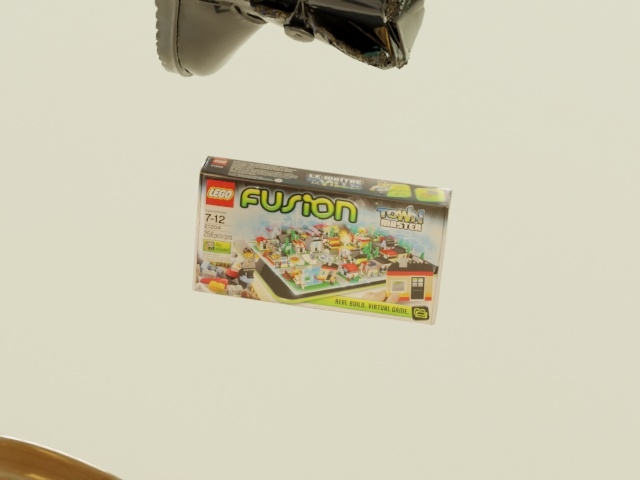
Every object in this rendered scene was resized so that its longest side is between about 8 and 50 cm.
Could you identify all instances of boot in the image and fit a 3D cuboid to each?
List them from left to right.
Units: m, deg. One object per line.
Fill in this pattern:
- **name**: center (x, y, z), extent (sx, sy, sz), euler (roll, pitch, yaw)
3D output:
- **boot**: center (-0.025, -0.177, 1.503), extent (0.207, 0.246, 0.094), euler (19, -110, 6)

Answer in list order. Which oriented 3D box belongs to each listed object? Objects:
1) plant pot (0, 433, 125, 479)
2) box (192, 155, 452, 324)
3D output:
- **plant pot**: center (-0.198, 0.236, 1.296), extent (0.237, 0.110, 0.237), euler (25, -170, -5)
- **box**: center (0.000, 0.000, 1.541), extent (0.207, 0.114, 0.036), euler (8, -152, 6)
